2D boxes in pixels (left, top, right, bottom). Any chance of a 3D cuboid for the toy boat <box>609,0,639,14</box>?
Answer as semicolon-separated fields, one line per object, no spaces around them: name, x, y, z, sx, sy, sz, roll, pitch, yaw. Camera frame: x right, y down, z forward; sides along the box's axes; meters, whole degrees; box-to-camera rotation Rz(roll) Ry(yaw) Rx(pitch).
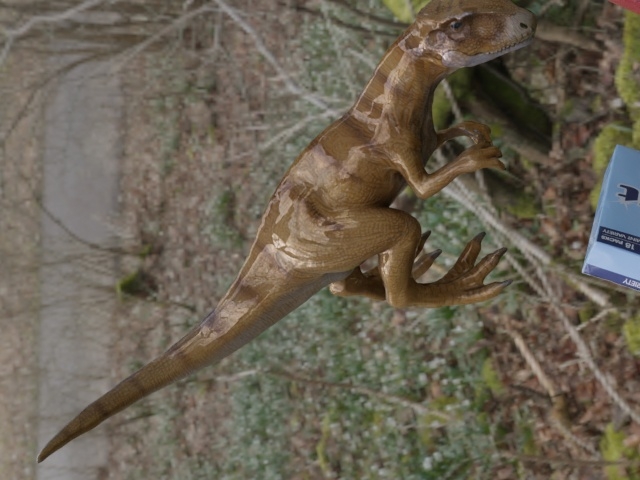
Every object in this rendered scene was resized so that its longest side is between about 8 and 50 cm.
toy boat;0.171;-0.215;0.629;0.231;0.151;0.151;26;83;7

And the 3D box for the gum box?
gum box;0.338;-0.010;0.952;0.156;0.184;0.041;19;129;10

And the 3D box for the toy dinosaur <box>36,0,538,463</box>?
toy dinosaur;0.000;0.000;0.364;0.211;0.112;0.064;-51;37;15
